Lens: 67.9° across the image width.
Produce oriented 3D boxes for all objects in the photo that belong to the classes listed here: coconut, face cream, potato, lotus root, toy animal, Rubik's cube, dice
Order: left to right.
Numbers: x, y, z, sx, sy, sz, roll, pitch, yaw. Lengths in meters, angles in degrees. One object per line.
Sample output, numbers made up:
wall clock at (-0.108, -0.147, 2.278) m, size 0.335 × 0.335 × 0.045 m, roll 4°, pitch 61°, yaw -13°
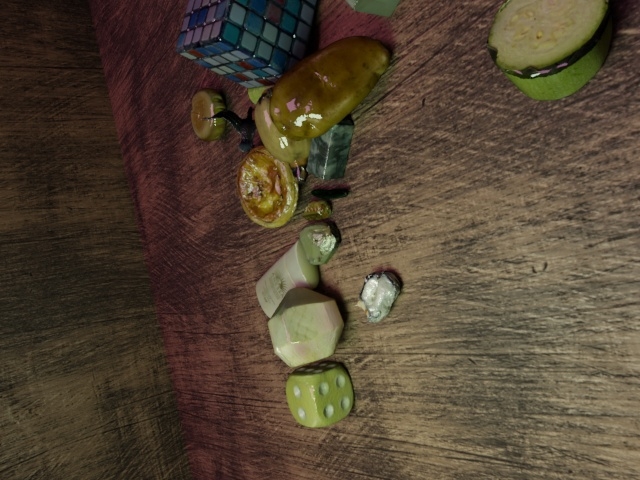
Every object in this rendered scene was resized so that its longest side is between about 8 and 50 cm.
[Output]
toy animal at (-0.274, -0.415, 1.720) m, size 0.197 × 0.273 × 0.160 m, roll -89°, pitch 1°, yaw -68°
Rubik's cube at (-0.220, -0.655, 1.433) m, size 0.293 × 0.287 × 0.291 m, roll 11°, pitch 87°, yaw 48°
face cream at (-0.118, 0.148, 1.702) m, size 0.348 × 0.081 × 0.173 m, roll -43°, pitch 65°, yaw 47°
lotus root at (-0.095, -0.332, 1.492) m, size 0.183 × 0.183 × 0.309 m, roll -6°, pitch 110°, yaw 51°
coconut at (-0.052, 0.269, 1.529) m, size 0.259 × 0.259 × 0.259 m, roll 15°, pitch 109°, yaw 48°
dice at (-0.004, 0.505, 1.575) m, size 0.169 × 0.166 × 0.169 m, roll -13°, pitch 87°, yaw 51°
lotus root at (-0.003, -0.001, 1.538) m, size 0.144 × 0.070 × 0.143 m, roll -36°, pitch 71°, yaw 48°
potato at (0.016, -0.418, 1.292) m, size 0.369 × 0.176 × 0.195 m, roll -33°, pitch 38°, yaw 18°

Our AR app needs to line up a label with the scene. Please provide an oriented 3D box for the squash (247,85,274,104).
squash at (-0.145, -0.505, 1.597) m, size 0.224 × 0.094 × 0.094 m, roll 10°, pitch 106°, yaw 44°

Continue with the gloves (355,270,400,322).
gloves at (0.167, 0.153, 1.367) m, size 0.114 × 0.070 × 0.153 m, roll 51°, pitch 127°, yaw 42°

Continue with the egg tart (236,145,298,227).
egg tart at (-0.169, -0.189, 1.660) m, size 0.290 × 0.115 × 0.290 m, roll 11°, pitch 107°, yaw 39°

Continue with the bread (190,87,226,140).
bread at (-0.448, -0.512, 1.940) m, size 0.213 × 0.105 × 0.213 m, roll 9°, pitch 102°, yaw 47°

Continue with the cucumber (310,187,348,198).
cucumber at (0.028, -0.147, 1.499) m, size 0.184 × 0.033 × 0.036 m, roll 6°, pitch 128°, yaw 50°

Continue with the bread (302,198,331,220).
bread at (-0.011, -0.098, 1.536) m, size 0.110 × 0.060 × 0.066 m, roll -8°, pitch 107°, yaw 52°

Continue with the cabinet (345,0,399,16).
cabinet at (0.136, -0.686, 1.154) m, size 0.145 × 0.150 × 0.206 m, roll 59°, pitch 137°, yaw 23°

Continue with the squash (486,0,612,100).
squash at (0.444, -0.391, 0.904) m, size 0.220 × 0.133 × 0.220 m, roll -11°, pitch 75°, yaw 45°

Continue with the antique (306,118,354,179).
antique at (0.029, -0.283, 1.424) m, size 0.088 × 0.086 × 0.182 m, roll 35°, pitch 123°, yaw 40°
